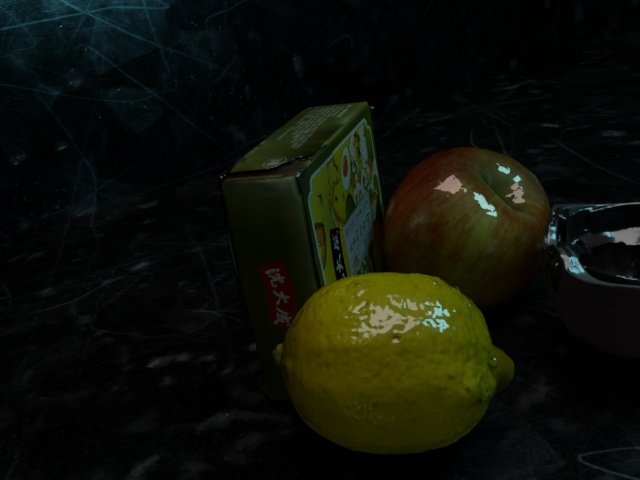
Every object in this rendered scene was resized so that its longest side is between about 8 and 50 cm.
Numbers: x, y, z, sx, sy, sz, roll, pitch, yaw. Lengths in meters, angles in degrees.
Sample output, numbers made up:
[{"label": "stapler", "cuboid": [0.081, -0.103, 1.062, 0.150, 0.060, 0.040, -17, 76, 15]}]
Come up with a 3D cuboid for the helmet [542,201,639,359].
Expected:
[{"label": "helmet", "cuboid": [0.460, 0.071, 1.242, 0.271, 0.197, 0.338, -2, 27, 1]}]

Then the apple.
[{"label": "apple", "cuboid": [0.246, -0.010, 1.479, 0.302, 0.301, 0.301, -9, 20, 3]}]

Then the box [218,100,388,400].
[{"label": "box", "cuboid": [0.000, 0.000, 1.398, 0.138, 0.372, 0.420, -2, 22, 19]}]

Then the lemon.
[{"label": "lemon", "cuboid": [0.096, 0.162, 1.113, 0.320, 0.245, 0.245, 2, 22, 6]}]
